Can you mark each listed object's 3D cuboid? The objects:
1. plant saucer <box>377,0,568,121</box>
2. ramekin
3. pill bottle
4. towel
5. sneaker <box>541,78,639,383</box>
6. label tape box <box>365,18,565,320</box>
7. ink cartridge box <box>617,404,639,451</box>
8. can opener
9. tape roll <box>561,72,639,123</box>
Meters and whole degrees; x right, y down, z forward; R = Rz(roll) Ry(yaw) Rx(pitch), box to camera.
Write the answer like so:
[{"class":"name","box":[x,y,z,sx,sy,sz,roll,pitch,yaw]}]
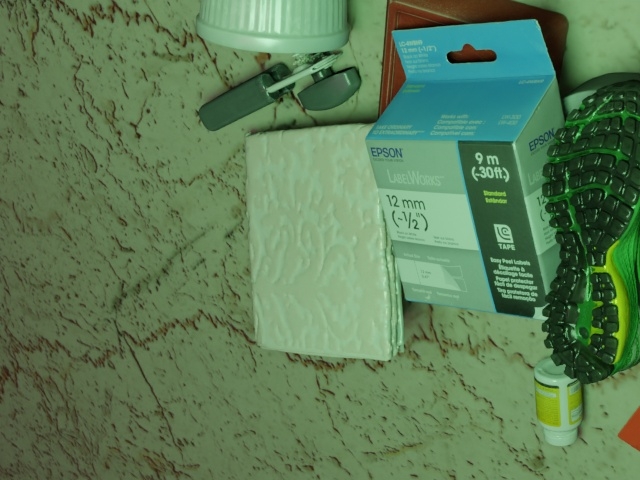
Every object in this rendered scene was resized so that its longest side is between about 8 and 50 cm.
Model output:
[{"class":"plant saucer","box":[0.179,-0.198,1.523,0.259,0.048,0.258,24,128,29]},{"class":"ramekin","box":[-0.060,-0.323,1.543,0.207,0.207,0.109,19,117,31]},{"class":"pill bottle","box":[0.333,0.227,1.631,0.065,0.065,0.116,11,120,35]},{"class":"towel","box":[0.000,0.000,1.676,0.317,0.053,0.331,0,93,50]},{"class":"sneaker","box":[0.342,-0.015,1.346,0.134,0.146,0.343,20,112,47]},{"class":"label tape box","box":[0.185,-0.086,1.447,0.249,0.115,0.347,7,121,48]},{"class":"ink cartridge box","box":[0.582,0.295,1.448,0.385,0.091,0.308,37,133,15]},{"class":"can opener","box":[-0.068,-0.210,1.701,0.280,0.074,0.093,-13,106,44]},{"class":"tape roll","box":[0.364,-0.090,1.414,0.219,0.072,0.219,21,127,30]}]
